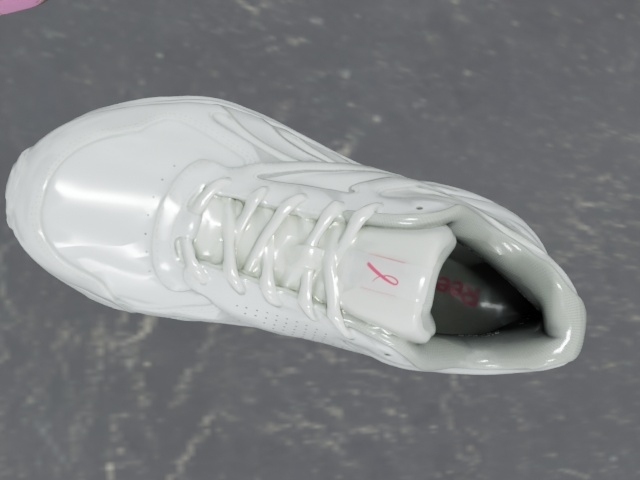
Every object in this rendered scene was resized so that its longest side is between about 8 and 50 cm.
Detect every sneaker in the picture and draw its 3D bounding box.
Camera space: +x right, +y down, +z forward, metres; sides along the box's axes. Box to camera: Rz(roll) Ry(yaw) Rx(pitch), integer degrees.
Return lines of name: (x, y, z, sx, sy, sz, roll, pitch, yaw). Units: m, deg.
sneaker: (0.000, 0.000, 0.706, 0.115, 0.232, 0.090, -159, 80, -72)

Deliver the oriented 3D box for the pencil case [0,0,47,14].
pencil case: (-0.273, -0.194, 1.184, 0.167, 0.386, 0.160, 46, 145, 42)
